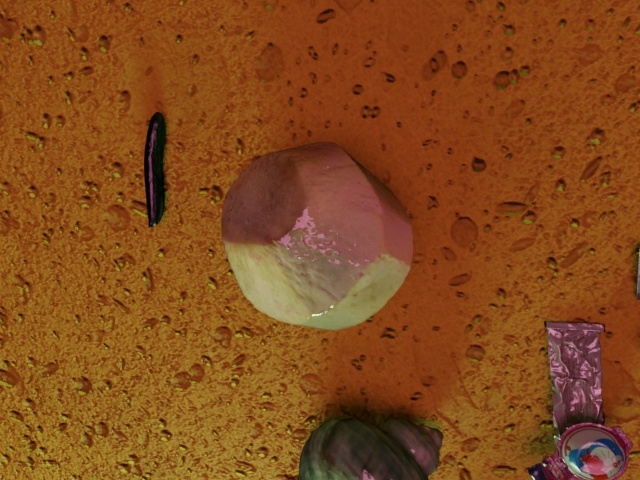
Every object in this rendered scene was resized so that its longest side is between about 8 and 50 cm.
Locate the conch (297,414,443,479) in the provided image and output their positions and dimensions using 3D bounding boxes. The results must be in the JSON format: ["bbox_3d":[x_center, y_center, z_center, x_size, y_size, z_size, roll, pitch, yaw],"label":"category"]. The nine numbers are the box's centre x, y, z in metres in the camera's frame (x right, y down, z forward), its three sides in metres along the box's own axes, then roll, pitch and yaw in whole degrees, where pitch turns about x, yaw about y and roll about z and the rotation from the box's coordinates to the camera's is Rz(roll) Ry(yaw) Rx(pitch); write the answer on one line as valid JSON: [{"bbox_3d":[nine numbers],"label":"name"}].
[{"bbox_3d":[0.071,0.368,0.754,0.277,0.195,0.220,-32,106,-8],"label":"conch"}]

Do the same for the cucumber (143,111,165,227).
[{"bbox_3d":[-0.268,-0.113,0.783,0.036,0.033,0.184,12,104,33],"label":"cucumber"}]

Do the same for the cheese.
[{"bbox_3d":[0.371,0.314,0.697,0.145,0.038,0.095,-38,84,17],"label":"cheese"}]

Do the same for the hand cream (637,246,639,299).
[{"bbox_3d":[0.606,0.029,0.645,0.331,0.058,0.085,-5,114,17],"label":"hand cream"}]

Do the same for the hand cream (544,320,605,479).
[{"bbox_3d":[0.383,0.248,0.731,0.084,0.050,0.257,-1,98,14],"label":"hand cream"}]

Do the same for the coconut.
[{"bbox_3d":[0.000,0.000,0.667,0.259,0.259,0.259,2,101,10],"label":"coconut"}]
